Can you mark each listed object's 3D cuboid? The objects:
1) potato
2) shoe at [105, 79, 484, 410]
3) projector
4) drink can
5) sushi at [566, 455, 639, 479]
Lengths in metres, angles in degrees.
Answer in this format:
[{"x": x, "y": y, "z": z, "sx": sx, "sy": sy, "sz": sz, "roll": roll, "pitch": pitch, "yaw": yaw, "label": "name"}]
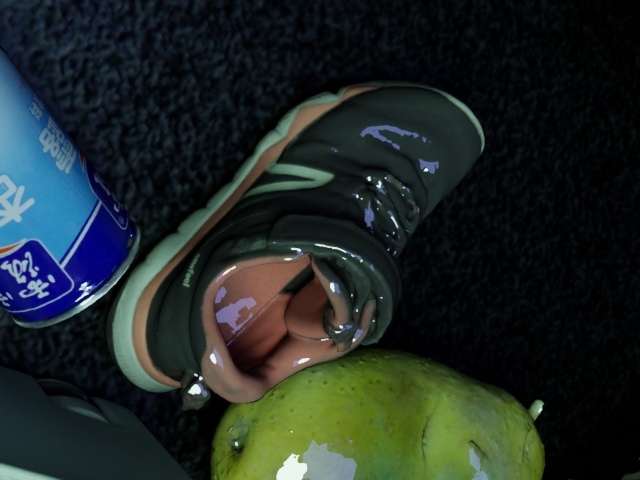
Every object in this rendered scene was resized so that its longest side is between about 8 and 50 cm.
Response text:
[{"x": 0.041, "y": 0.158, "z": 0.907, "sx": 0.248, "sy": 0.143, "sz": 0.169, "roll": 14, "pitch": 85, "yaw": -32, "label": "potato"}, {"x": 0.000, "y": 0.000, "z": 0.843, "sx": 0.291, "sy": 0.137, "sz": 0.114, "roll": -42, "pitch": 121, "yaw": -16, "label": "shoe"}, {"x": -0.200, "y": 0.132, "z": 0.730, "sx": 0.256, "sy": 0.192, "sz": 0.099, "roll": 23, "pitch": 95, "yaw": -33, "label": "projector"}, {"x": -0.202, "y": -0.065, "z": 0.731, "sx": 0.097, "sy": 0.097, "sz": 0.235, "roll": -41, "pitch": 120, "yaw": -15, "label": "drink can"}, {"x": 0.274, "y": 0.288, "z": 0.983, "sx": 0.285, "sy": 0.328, "sz": 0.329, "roll": -1, "pitch": 105, "yaw": -19, "label": "sushi"}]
